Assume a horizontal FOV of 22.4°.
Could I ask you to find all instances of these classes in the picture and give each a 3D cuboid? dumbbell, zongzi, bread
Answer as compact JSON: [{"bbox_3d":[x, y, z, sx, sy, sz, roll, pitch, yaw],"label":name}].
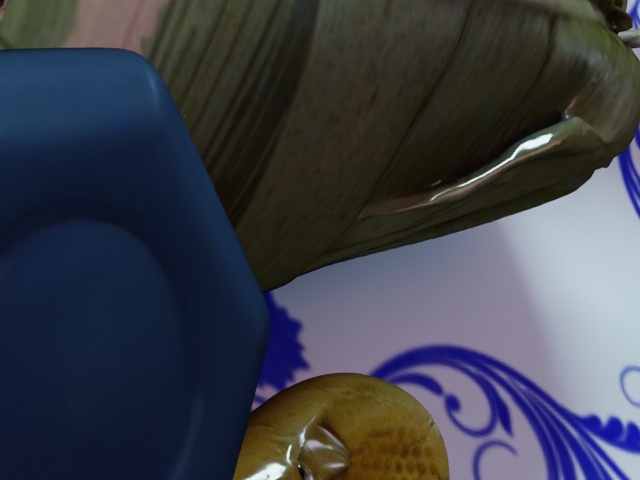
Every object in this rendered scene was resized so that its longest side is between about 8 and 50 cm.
[{"bbox_3d":[-0.176,0.025,0.424,0.156,0.316,0.143,-14,104,-54],"label":"dumbbell"},{"bbox_3d":[-0.016,0.002,0.742,0.500,0.218,0.466,26,70,-39],"label":"zongzi"},{"bbox_3d":[-0.012,0.125,0.675,0.189,0.077,0.114,-35,116,-48],"label":"bread"}]
